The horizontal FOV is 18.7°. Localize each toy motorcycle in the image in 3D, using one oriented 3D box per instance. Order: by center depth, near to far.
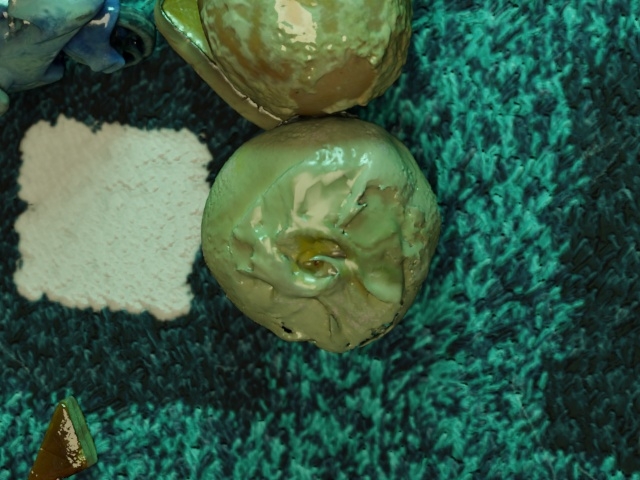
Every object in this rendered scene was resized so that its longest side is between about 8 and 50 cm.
[{"bbox_3d":[-0.336,-0.209,1.896,0.319,0.241,0.182,-7,90,11],"label":"toy motorcycle"}]

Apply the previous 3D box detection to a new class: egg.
[{"bbox_3d":[-0.019,-0.226,1.837,0.203,0.203,0.245,-46,56,15],"label":"egg"}]

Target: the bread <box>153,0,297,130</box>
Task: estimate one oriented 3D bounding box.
[{"bbox_3d":[-0.082,-0.167,1.935,0.214,0.073,0.053,41,145,3],"label":"bread"}]

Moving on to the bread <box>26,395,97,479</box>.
[{"bbox_3d":[-0.265,0.223,2.044,0.062,0.043,0.109,27,102,8],"label":"bread"}]

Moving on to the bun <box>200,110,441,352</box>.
[{"bbox_3d":[0.000,0.000,1.883,0.239,0.141,0.239,2,116,5],"label":"bun"}]
